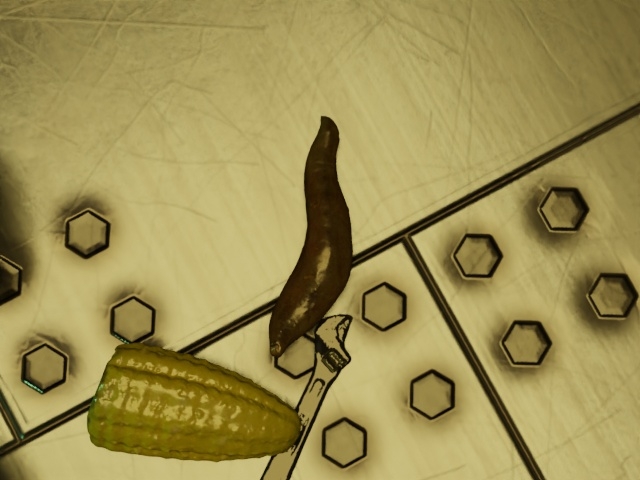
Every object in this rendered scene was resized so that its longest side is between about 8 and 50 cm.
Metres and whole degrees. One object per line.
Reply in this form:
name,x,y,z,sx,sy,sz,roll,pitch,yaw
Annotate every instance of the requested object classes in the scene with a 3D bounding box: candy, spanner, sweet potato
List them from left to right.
candy,-0.117,0.162,1.147,0.199,0.094,0.106,12,119,-3
spanner,-0.017,0.167,1.186,0.046,0.012,0.208,24,85,3
sweet potato,0.002,-0.002,1.183,0.069,0.059,0.249,9,79,14
